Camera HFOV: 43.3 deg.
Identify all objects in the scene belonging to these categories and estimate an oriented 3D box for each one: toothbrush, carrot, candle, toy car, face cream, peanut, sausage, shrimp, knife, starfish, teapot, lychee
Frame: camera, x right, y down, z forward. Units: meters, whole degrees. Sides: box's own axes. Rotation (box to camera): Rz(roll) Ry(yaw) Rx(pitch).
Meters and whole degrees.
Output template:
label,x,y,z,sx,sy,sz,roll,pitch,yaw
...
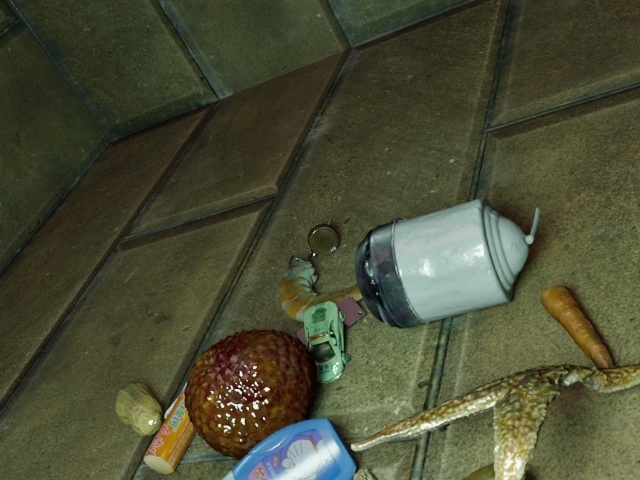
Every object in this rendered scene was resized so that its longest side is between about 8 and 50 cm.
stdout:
label,x,y,z,sx,sy,sz,roll,pitch,yaw
toothbrush,-0.305,0.330,1.867,0.017,0.022,0.204,7,45,27
carrot,0.445,0.157,1.376,0.057,0.057,0.224,-28,32,6
candle,0.257,0.039,1.568,0.342,0.221,0.221,-17,32,24
toy car,0.008,0.208,1.683,0.093,0.058,0.186,-17,48,17
face cream,-0.073,0.418,1.400,0.264,0.083,0.149,-33,66,-2
peanut,-0.411,0.381,1.824,0.093,0.083,0.194,-25,24,-18
sausage,-0.292,0.382,1.719,0.071,0.071,0.234,-11,35,33
shrimp,0.004,0.116,1.854,0.287,0.068,0.185,-4,42,39
knife,-0.015,0.211,1.745,0.245,0.019,0.072,-37,58,-10
starfish,0.284,0.259,1.184,0.384,0.132,0.398,-23,0,33
teapot,0.000,0.000,2.044,0.121,0.076,0.068,-61,16,8
lychee,-0.131,0.287,1.541,0.260,0.260,0.260,-24,29,14

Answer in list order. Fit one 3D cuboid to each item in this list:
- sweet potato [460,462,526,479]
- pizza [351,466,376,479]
label,x,y,z,sx,sy,sz,roll,pitch,yaw
sweet potato,0.186,0.411,1.206,0.273,0.075,0.075,-30,28,9
pizza,0.041,0.435,1.301,0.185,0.052,0.195,-34,10,37
